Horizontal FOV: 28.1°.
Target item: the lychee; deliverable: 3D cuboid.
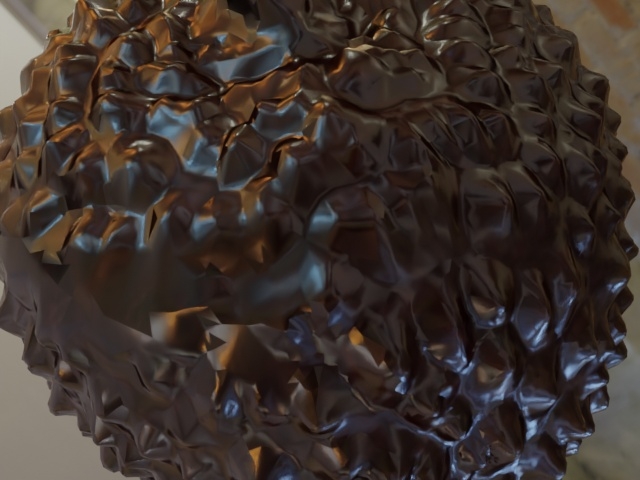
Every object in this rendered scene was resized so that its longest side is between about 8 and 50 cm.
[{"bbox_3d":[0.000,0.000,0.604,0.306,0.306,0.330,-74,-23,-50],"label":"lychee"}]
